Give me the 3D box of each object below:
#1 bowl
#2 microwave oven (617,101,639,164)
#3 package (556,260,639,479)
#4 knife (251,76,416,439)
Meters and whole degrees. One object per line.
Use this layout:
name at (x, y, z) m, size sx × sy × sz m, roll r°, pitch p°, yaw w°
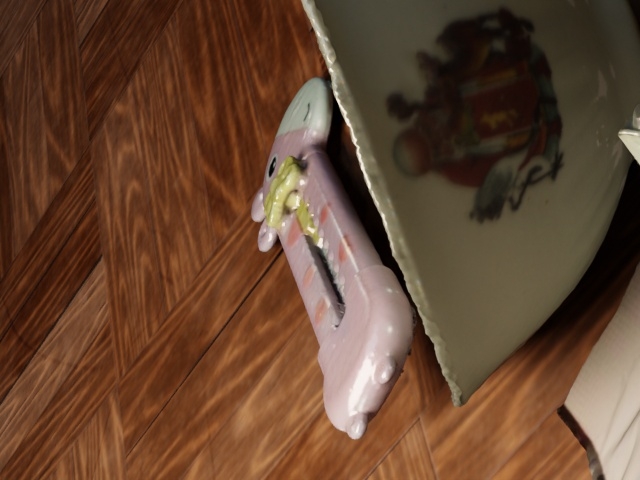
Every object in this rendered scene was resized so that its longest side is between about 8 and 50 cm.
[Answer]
bowl at (0.083, -0.094, 0.949) m, size 0.157 × 0.337 × 0.337 m, roll -21°, pitch 39°, yaw 2°
microwave oven at (0.236, -0.076, 0.663) m, size 0.205 × 0.129 × 0.163 m, roll -51°, pitch 31°, yaw -18°
package at (0.194, 0.058, 0.820) m, size 0.204 × 0.062 × 0.251 m, roll -61°, pitch 15°, yaw 16°
knife at (-0.001, 0.000, 1.174) m, size 0.398 × 0.038 × 0.132 m, roll -114°, pitch 44°, yaw -64°
